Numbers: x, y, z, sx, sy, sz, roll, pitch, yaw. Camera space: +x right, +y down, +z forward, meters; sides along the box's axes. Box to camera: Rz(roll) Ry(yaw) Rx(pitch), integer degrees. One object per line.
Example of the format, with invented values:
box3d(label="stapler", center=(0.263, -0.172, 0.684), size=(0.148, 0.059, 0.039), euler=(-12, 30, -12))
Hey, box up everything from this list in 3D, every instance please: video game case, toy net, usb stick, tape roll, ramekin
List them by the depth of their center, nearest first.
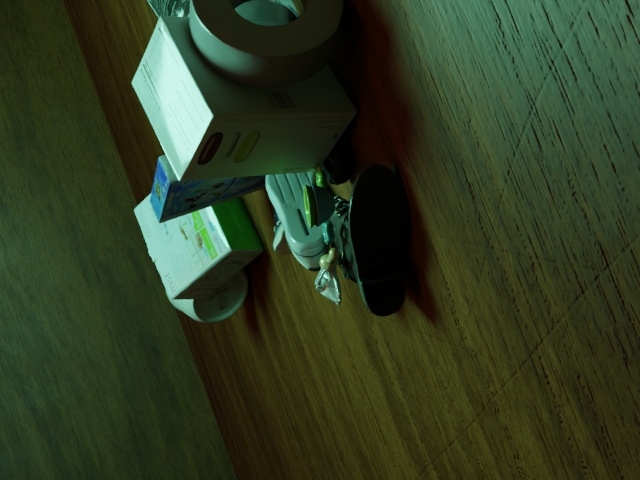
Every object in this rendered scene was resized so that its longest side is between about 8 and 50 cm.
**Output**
box3d(label="tape roll", center=(-0.078, -0.327, 1.388), size=(0.219, 0.219, 0.072), euler=(63, 161, 22))
box3d(label="toy net", center=(0.000, 0.000, 1.557), size=(0.122, 0.045, 0.232), euler=(-111, 14, -57))
box3d(label="usb stick", center=(-0.021, -0.214, 1.622), size=(0.077, 0.045, 0.278), euler=(92, 153, -63))
box3d(label="video game case", center=(-0.207, -0.132, 1.924), size=(0.061, 0.244, 0.269), euler=(67, 162, 9))
box3d(label="ramekin", center=(-0.281, 0.114, 2.475), size=(0.109, 0.207, 0.207), euler=(37, 144, 43))

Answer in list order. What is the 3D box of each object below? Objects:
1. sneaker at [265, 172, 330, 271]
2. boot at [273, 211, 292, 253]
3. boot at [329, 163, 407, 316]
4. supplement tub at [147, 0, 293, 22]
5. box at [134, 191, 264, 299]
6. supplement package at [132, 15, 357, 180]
box3d(label="sneaker", center=(-0.042, -0.052, 1.715), size=(0.091, 0.094, 0.258), euler=(83, 177, -47))
box3d(label="boot", center=(-0.052, -0.048, 1.856), size=(0.190, 0.069, 0.086), euler=(133, 136, -58))
box3d(label="boot", center=(0.057, -0.022, 1.533), size=(0.229, 0.091, 0.262), euler=(-127, 31, -62))
box3d(label="supplement tub", center=(-0.201, -0.451, 1.641), size=(0.207, 0.207, 0.338), euler=(92, 153, -48))
box3d(label="box", center=(-0.295, -0.025, 2.301), size=(0.231, 0.127, 0.262), euler=(-39, 66, 30))
box3d(label="supplement package", center=(-0.117, -0.218, 1.482), size=(0.145, 0.262, 0.204), euler=(-54, 55, 43))
